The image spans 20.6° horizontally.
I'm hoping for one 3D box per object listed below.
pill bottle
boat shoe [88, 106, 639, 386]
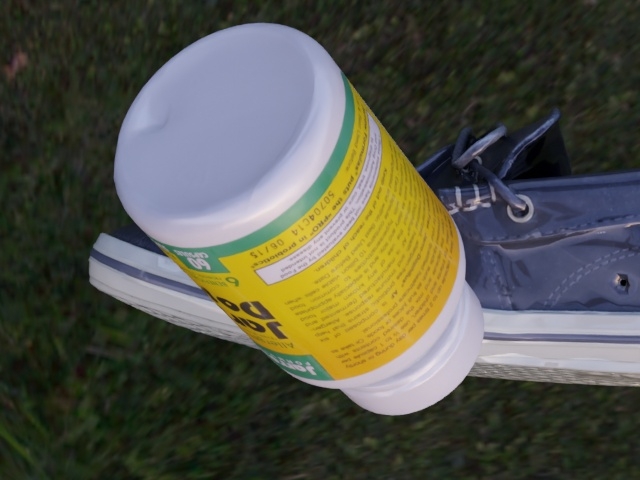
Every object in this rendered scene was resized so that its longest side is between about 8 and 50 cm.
[{"bbox_3d":[0.000,0.000,0.858,0.118,0.208,0.117,-16,51,22],"label":"pill bottle"},{"bbox_3d":[0.109,0.003,1.049,0.500,0.187,0.156,2,83,12],"label":"boat shoe"}]
